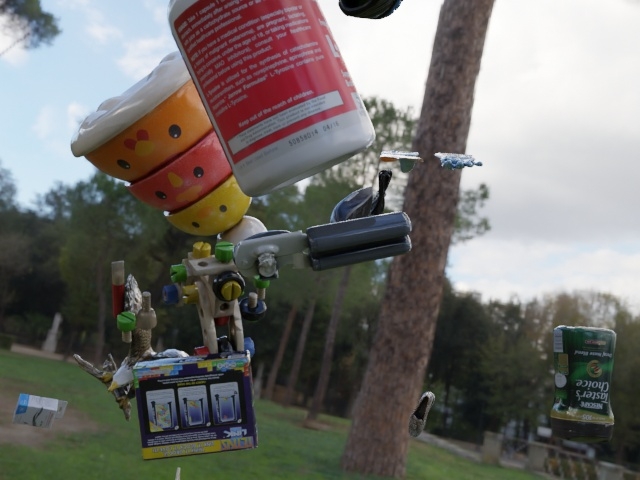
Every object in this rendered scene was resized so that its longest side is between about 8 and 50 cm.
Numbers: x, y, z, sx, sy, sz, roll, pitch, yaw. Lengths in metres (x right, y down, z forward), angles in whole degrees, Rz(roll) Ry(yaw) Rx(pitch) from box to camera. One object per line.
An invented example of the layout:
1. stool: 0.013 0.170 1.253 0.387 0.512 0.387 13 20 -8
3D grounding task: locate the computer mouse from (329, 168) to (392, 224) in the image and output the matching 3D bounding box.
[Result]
1. computer mouse: 0.086 -0.062 1.924 0.060 0.262 0.184 29 -38 19

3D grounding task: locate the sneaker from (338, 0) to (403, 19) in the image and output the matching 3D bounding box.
1. sneaker: 0.071 -0.307 0.802 0.078 0.067 0.188 -22 -25 -34

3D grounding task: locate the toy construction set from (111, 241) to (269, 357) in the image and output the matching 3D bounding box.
1. toy construction set: -0.249 0.079 1.465 0.308 0.237 0.258 4 35 -5

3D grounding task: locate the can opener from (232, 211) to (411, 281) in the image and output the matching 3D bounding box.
1. can opener: 0.000 0.000 1.182 0.280 0.093 0.074 -8 -48 -2

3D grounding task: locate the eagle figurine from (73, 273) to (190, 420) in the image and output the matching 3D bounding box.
1. eagle figurine: -0.367 0.241 1.599 0.226 0.225 0.298 24 -58 -25

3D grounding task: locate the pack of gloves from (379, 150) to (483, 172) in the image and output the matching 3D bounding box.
1. pack of gloves: 0.216 -0.147 1.518 0.194 0.046 0.232 5 10 5

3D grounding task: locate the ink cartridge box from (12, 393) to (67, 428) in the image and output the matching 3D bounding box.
1. ink cartridge box: -0.498 0.305 1.357 0.083 0.048 0.028 15 30 -22

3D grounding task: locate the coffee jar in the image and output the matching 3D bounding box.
1. coffee jar: 0.428 0.234 1.245 0.096 0.185 0.079 5 -7 -13

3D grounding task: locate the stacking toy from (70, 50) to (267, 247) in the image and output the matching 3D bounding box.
1. stacking toy: -0.252 -0.134 1.620 0.480 0.350 0.350 53 -26 -19

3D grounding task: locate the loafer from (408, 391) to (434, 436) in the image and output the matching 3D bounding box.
1. loafer: 0.257 0.452 1.982 0.045 0.125 0.039 24 2 22

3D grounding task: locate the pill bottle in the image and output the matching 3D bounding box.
1. pill bottle: -0.094 -0.291 1.173 0.228 0.408 0.229 -24 2 1

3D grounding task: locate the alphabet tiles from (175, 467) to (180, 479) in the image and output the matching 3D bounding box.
1. alphabet tiles: -0.348 0.697 1.808 0.009 0.237 0.198 3 22 -4

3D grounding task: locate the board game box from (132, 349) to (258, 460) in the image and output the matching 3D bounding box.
1. board game box: -0.183 0.244 1.133 0.170 0.141 0.048 -5 7 -3
